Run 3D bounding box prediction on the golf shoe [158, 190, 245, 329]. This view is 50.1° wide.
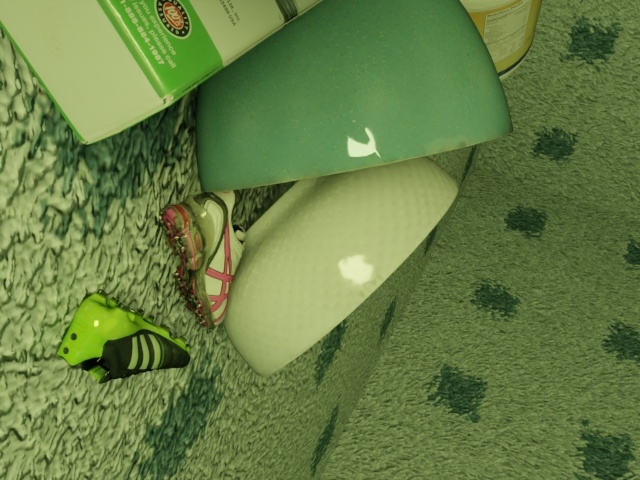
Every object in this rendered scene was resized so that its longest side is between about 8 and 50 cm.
[{"bbox_3d":[-0.109,0.024,0.714,0.086,0.067,0.186,-28,146,-25],"label":"golf shoe"}]

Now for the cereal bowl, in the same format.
[{"bbox_3d":[0.000,0.000,0.846,0.339,0.141,0.339,-44,-177,3],"label":"cereal bowl"}]

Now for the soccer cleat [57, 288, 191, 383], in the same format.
[{"bbox_3d":[-0.182,0.102,0.646,0.072,0.060,0.179,-57,156,-9],"label":"soccer cleat"}]

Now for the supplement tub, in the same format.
[{"bbox_3d":[0.240,-0.413,1.087,0.316,0.229,0.228,66,46,-68],"label":"supplement tub"}]

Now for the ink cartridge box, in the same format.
[{"bbox_3d":[-0.088,-0.175,0.401,0.153,0.087,0.208,59,44,-18],"label":"ink cartridge box"}]

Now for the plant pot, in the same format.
[{"bbox_3d":[0.015,-0.169,0.627,0.290,0.291,0.195,-31,113,-66],"label":"plant pot"}]
